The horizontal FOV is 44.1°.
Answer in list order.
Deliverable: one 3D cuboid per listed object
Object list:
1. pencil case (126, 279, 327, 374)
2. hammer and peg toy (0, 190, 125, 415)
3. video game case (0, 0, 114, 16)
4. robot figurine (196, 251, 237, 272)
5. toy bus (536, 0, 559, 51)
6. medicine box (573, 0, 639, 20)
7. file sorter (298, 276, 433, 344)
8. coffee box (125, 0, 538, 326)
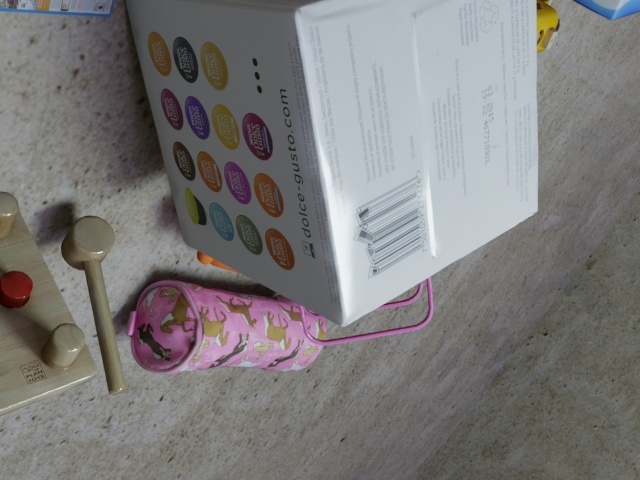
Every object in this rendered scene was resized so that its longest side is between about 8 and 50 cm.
[{"bbox_3d":[-0.152,0.155,1.380,0.167,0.160,0.386,-38,155,22],"label":"pencil case"},{"bbox_3d":[-0.368,0.076,0.899,0.361,0.266,0.127,-17,159,-40],"label":"hammer and peg toy"},{"bbox_3d":[-0.278,-0.290,0.809,0.166,0.015,0.119,-13,138,-45],"label":"video game case"},{"bbox_3d":[-0.132,-0.042,1.194,0.158,0.128,0.219,-24,144,-24],"label":"robot figurine"},{"bbox_3d":[0.383,-0.393,1.452,0.202,0.104,0.191,-47,151,3],"label":"toy bus"},{"bbox_3d":[0.610,-0.587,1.459,0.264,0.149,0.289,-24,143,-34],"label":"medicine box"},{"bbox_3d":[0.046,-0.001,1.201,0.202,0.290,0.182,-8,118,-1],"label":"file sorter"},{"bbox_3d":[0.022,-0.159,0.948,0.338,0.334,0.337,-27,123,-32],"label":"coffee box"}]
